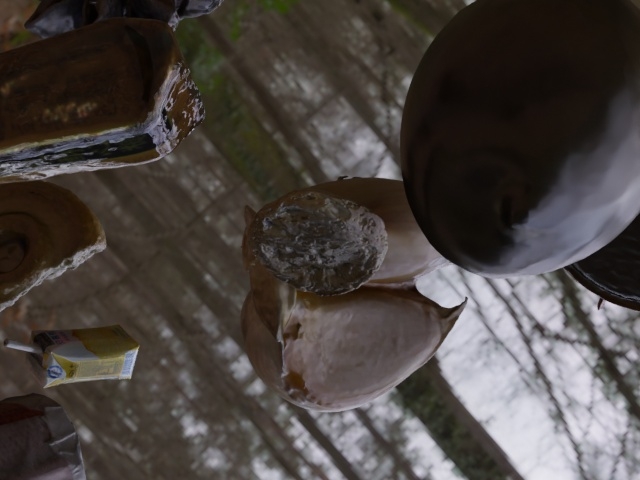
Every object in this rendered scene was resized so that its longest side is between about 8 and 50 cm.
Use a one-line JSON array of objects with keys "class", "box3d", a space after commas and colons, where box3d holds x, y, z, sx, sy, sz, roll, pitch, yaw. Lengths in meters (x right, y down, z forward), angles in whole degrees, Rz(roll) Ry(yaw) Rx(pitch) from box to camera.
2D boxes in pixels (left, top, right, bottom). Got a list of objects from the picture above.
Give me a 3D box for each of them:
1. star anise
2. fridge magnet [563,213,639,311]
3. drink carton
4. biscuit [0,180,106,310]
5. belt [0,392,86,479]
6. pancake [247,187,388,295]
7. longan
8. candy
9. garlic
[{"class": "star anise", "box3d": [-0.197, -0.243, 1.282, 0.230, 0.081, 0.262, 3, -135, 9]}, {"class": "fridge magnet", "box3d": [0.452, -0.034, 1.781, 0.363, 0.363, 0.155, -24, -160, 53]}, {"class": "drink carton", "box3d": [-0.362, 0.166, 1.823, 0.084, 0.200, 0.074, 40, -59, 42]}, {"class": "biscuit", "box3d": [-0.471, 0.011, 1.897, 0.274, 0.213, 0.091, -40, 152, -13]}, {"class": "belt", "box3d": [-0.275, 0.235, 1.133, 0.124, 0.201, 0.128, -10, -155, -43]}, {"class": "pancake", "box3d": [0.000, 0.001, 1.317, 0.151, 0.151, 0.025, -32, -149, 38]}, {"class": "longan", "box3d": [0.214, -0.112, 1.289, 0.288, 0.288, 0.350, -47, 174, -24]}, {"class": "candy", "box3d": [-0.228, -0.097, 0.989, 0.271, 0.101, 0.143, -15, 161, -4]}, {"class": "garlic", "box3d": [0.033, 0.050, 1.585, 0.313, 0.286, 0.249, -8, 158, -36]}]
